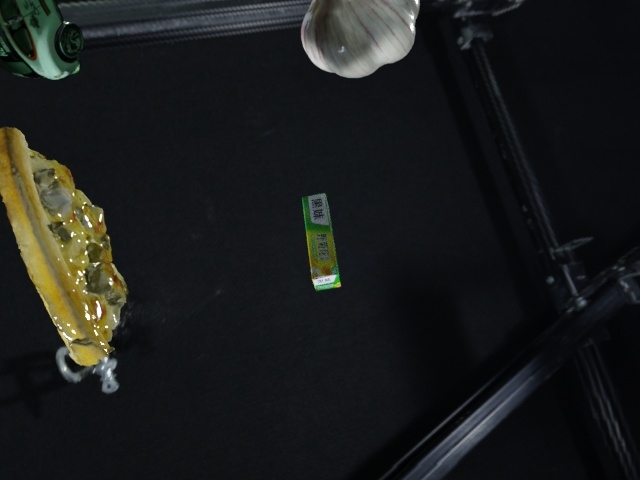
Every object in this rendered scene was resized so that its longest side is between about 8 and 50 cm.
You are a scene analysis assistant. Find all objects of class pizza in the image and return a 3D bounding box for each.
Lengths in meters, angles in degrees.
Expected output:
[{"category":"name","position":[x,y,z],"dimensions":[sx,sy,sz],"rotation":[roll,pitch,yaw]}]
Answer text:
[{"category":"pizza","position":[-0.319,0.012,0.849],"dimensions":[0.089,0.223,0.323],"rotation":[-25,-103,-5]}]

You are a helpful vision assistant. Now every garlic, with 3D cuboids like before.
[{"category":"garlic","position":[0.051,-0.434,1.160],"dimensions":[0.253,0.245,0.245],"rotation":[46,-129,-47]}]

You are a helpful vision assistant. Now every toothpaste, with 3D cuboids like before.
[{"category":"toothpaste","position":[0.000,0.000,1.069],"dimensions":[0.043,0.037,0.178],"rotation":[-11,-130,3]}]

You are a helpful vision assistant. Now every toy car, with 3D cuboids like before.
[{"category":"toy car","position":[-0.454,-0.347,0.915],"dimensions":[0.136,0.306,0.125],"rotation":[13,-127,18]}]
